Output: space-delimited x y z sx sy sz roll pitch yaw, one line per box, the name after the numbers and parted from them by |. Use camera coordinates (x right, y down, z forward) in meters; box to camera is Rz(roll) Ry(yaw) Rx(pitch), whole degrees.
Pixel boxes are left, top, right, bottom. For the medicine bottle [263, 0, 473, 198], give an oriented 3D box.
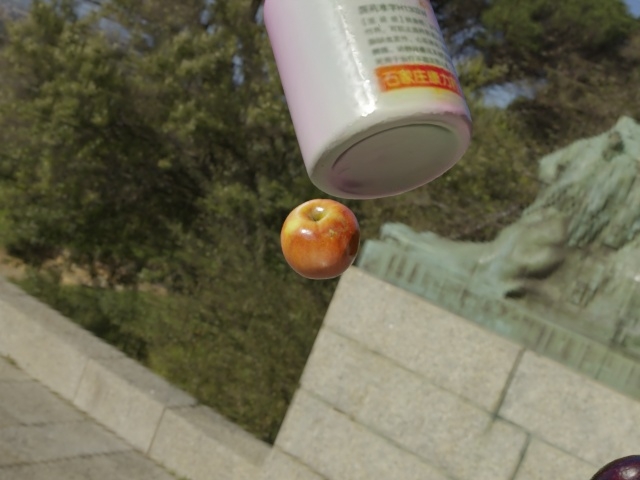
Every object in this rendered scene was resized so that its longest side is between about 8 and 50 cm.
0.044 -0.266 1.298 0.219 0.219 0.388 13 52 -46 | medicine bottle

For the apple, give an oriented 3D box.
0.000 0.000 1.990 0.163 0.139 0.163 -6 37 5 | apple

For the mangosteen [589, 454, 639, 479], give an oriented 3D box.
0.469 0.440 1.414 0.236 0.261 0.235 24 -2 1 | mangosteen
